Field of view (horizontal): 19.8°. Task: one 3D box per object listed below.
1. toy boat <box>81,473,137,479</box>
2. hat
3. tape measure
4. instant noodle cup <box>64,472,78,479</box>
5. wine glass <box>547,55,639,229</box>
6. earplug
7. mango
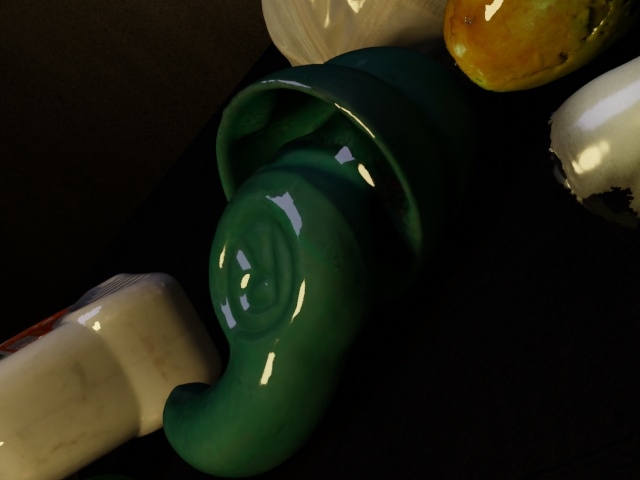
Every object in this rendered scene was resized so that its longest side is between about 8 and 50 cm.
[{"bbox_3d":[-0.144,0.203,1.174,0.104,0.052,0.210,-19,23,-5],"label":"toy boat"},{"bbox_3d":[0.076,-0.203,1.248,0.275,0.232,0.161,-54,12,29],"label":"hat"},{"bbox_3d":[-0.206,0.124,1.567,0.265,0.130,0.258,-31,7,-14],"label":"tape measure"},{"bbox_3d":[-0.311,0.254,1.675,0.168,0.168,0.185,-47,4,31],"label":"instant noodle cup"},{"bbox_3d":[0.169,-0.073,0.783,0.155,0.072,0.072,-43,14,42],"label":"wine glass"},{"bbox_3d":[0.006,0.006,1.164,0.280,0.164,0.257,-44,-39,-30],"label":"earplug"},{"bbox_3d":[0.167,-0.184,1.097,0.233,0.111,0.125,-41,23,-2],"label":"mango"}]
